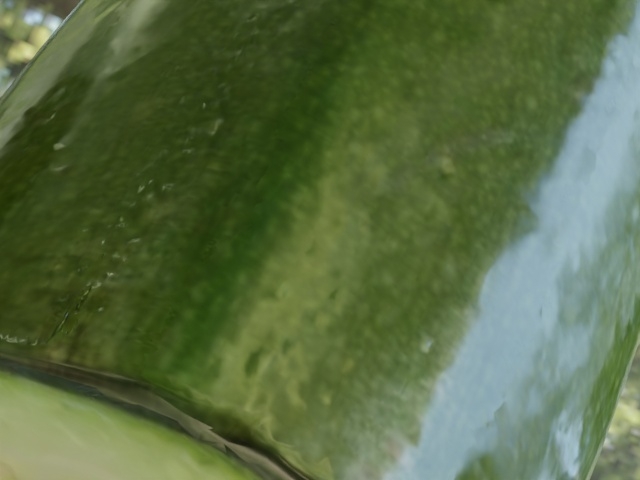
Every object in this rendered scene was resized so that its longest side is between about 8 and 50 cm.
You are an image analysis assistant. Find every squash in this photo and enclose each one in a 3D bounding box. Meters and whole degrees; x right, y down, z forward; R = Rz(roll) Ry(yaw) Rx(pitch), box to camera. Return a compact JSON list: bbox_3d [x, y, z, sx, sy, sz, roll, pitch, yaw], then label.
[{"bbox_3d":[0.000,0.000,0.765,0.263,0.263,0.384,-18,-149,40],"label":"squash"}]
